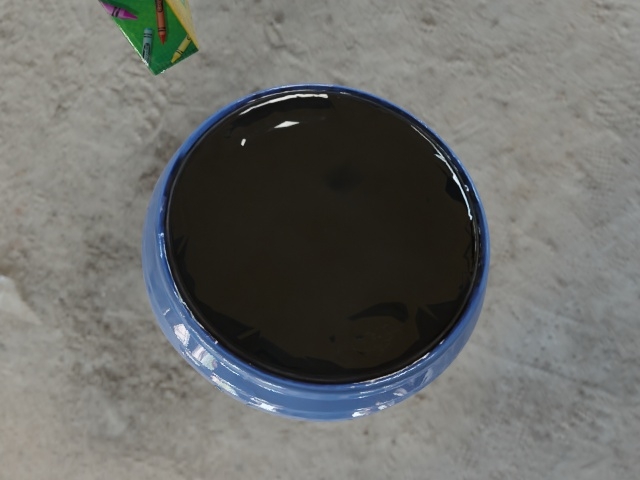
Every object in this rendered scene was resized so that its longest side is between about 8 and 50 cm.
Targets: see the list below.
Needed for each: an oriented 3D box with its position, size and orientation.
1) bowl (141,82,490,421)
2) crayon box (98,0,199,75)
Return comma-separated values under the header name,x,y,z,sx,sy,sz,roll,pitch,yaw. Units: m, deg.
name,x,y,z,sx,sy,sz,roll,pitch,yaw
bowl,0.000,0.000,1.201,0.391,0.391,0.077,5,157,-7
crayon box,-0.266,-0.384,1.595,0.081,0.278,0.165,-28,129,8
